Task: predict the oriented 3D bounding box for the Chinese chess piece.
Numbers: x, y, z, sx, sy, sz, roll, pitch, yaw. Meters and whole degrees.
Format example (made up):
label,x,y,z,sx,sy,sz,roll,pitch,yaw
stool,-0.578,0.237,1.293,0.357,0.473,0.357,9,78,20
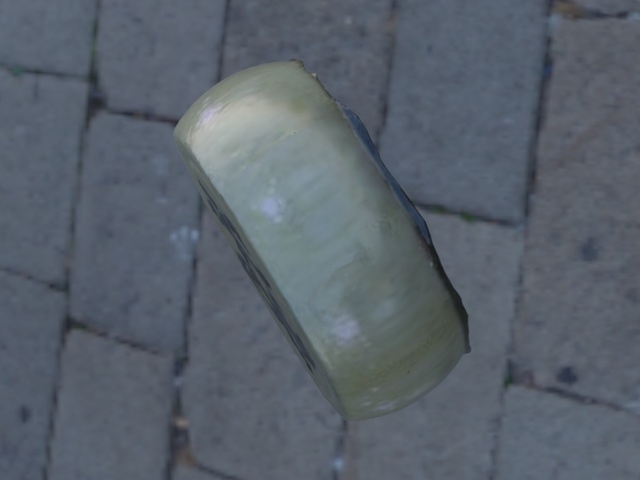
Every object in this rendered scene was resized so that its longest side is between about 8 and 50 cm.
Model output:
label,x,y,z,sx,sy,sz,roll,pitch,yaw
Chinese chess piece,0.000,0.000,1.172,0.104,0.257,0.257,-30,62,-5
